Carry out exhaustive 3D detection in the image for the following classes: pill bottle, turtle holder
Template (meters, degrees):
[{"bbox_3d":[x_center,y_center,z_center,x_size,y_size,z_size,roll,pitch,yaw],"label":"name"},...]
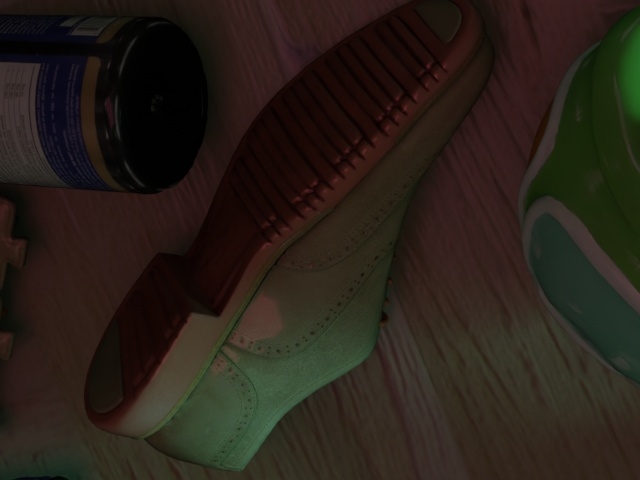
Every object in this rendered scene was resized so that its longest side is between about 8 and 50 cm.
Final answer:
[{"bbox_3d":[-0.201,-0.099,1.116,0.219,0.123,0.123,5,107,27],"label":"pill bottle"},{"bbox_3d":[0.273,0.000,0.987,0.320,0.243,0.227,26,143,-12],"label":"turtle holder"}]

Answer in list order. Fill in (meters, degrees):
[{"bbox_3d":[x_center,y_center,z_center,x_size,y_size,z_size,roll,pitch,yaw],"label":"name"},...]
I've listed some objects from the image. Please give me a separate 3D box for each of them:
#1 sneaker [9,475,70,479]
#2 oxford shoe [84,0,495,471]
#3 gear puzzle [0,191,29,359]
[{"bbox_3d":[-0.183,0.335,1.243,0.147,0.130,0.330,-21,99,21],"label":"sneaker"},{"bbox_3d":[0.000,0.000,1.122,0.146,0.140,0.397,32,109,-30],"label":"oxford shoe"},{"bbox_3d":[-0.327,0.095,1.261,0.175,0.044,0.339,16,112,8],"label":"gear puzzle"}]
